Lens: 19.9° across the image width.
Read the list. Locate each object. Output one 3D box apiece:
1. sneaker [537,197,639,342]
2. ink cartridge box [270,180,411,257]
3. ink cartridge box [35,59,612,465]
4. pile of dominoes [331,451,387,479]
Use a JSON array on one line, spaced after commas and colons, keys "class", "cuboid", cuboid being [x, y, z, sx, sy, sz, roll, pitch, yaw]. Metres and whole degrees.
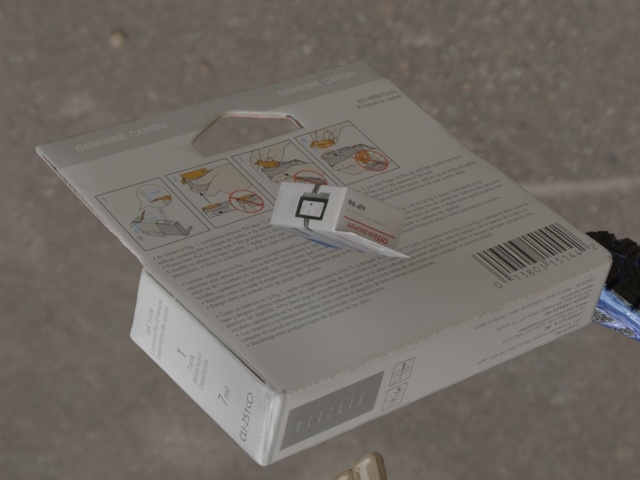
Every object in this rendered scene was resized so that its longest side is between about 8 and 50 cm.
[{"class": "sneaker", "cuboid": [0.218, 0.034, 1.598, 0.221, 0.083, 0.087, 30, 134, 2]}, {"class": "ink cartridge box", "cuboid": [0.015, -0.012, 1.054, 0.048, 0.028, 0.083, 22, 172, -35]}, {"class": "ink cartridge box", "cuboid": [0.000, 0.000, 1.201, 0.261, 0.296, 0.066, 42, 134, 33]}, {"class": "pile of dominoes", "cuboid": [0.024, 0.310, 1.353, 0.196, 0.040, 0.251, -40, 51, 43]}]
